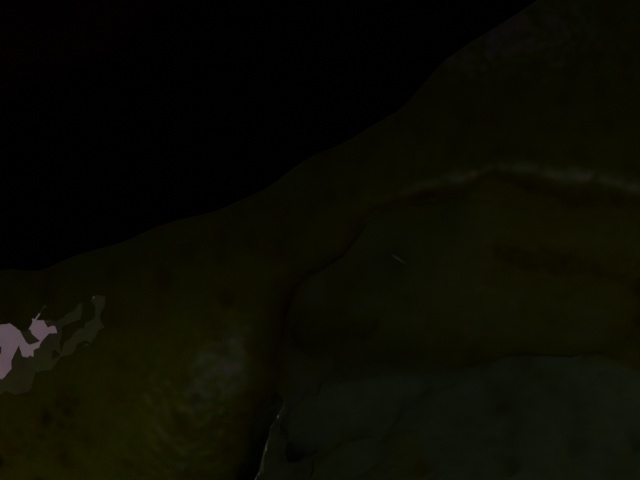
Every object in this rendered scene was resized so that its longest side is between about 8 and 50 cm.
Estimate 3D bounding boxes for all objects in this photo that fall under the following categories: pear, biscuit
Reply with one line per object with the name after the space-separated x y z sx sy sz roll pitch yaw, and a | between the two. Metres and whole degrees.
0.000 0.000 0.499 0.164 0.255 0.238 -113 31 -52 | pear
-0.080 -0.139 0.493 0.091 0.407 0.407 64 179 -36 | biscuit
